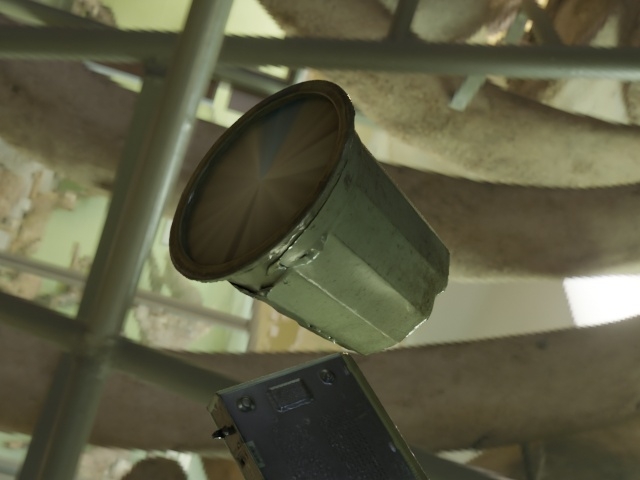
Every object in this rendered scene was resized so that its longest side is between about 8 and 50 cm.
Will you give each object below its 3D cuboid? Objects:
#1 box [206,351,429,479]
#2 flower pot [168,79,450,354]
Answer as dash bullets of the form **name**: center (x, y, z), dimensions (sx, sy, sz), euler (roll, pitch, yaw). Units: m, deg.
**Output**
- **box**: center (0.012, 0.258, 1.181), dimensions (0.270, 0.211, 0.045), euler (59, -38, 26)
- **flower pot**: center (0.000, 0.000, 0.976), dimensions (0.212, 0.202, 0.212), euler (-28, -143, 24)
